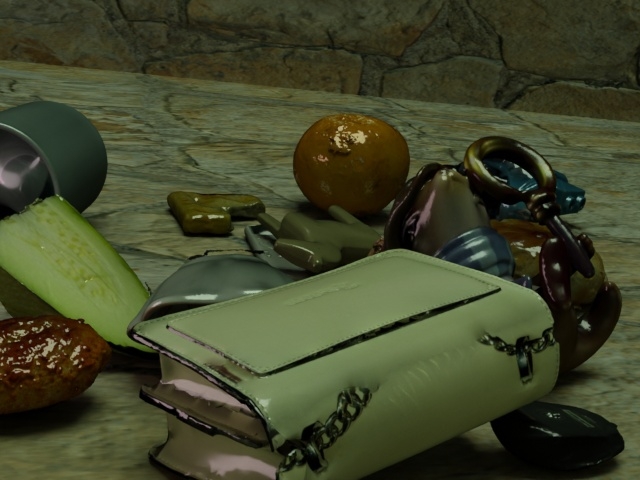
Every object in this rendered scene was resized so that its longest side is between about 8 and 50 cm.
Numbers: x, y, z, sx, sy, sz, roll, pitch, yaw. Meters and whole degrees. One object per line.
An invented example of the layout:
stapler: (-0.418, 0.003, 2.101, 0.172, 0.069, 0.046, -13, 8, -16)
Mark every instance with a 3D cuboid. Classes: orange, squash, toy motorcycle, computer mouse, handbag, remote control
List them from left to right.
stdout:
squash: (-0.275, 0.045, 1.298, 0.155, 0.204, 0.237, -10, 14, 15)
remote control: (-0.070, 0.018, 1.686, 0.067, 0.029, 0.261, 4, 16, -14)
handbag: (0.029, 0.132, 1.040, 0.358, 0.160, 0.236, -15, 15, -36)
orange: (0.056, -0.140, 1.994, 0.219, 0.193, 0.219, 7, 1, 0)
toy motorcycle: (0.377, -0.077, 2.008, 0.232, 0.172, 0.416, 26, 15, 33)
computer mouse: (0.248, 0.210, 1.137, 0.172, 0.057, 0.099, 9, 11, -29)

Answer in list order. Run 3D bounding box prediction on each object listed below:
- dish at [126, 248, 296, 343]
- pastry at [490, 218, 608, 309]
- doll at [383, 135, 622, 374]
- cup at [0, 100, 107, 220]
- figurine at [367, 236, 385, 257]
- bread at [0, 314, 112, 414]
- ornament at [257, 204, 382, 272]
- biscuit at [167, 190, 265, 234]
dish: (-0.108, 0.063, 1.219, 0.229, 0.081, 0.229, -5, -20, -2)
pastry: (0.343, 0.032, 1.692, 0.229, 0.100, 0.218, 11, 17, 7)
doll: (0.216, 0.037, 1.375, 0.318, 0.209, 0.340, -25, 44, -18)
cup: (-0.445, -0.100, 1.620, 0.205, 0.206, 0.312, 8, 15, 3)
figurine: (0.119, 0.036, 1.587, 0.157, 0.126, 0.114, -6, 27, 44)
bread: (-0.348, 0.128, 1.087, 0.268, 0.095, 0.139, 0, 10, -11)
ornament: (0.000, 0.000, 1.666, 0.230, 0.061, 0.245, 8, 18, -35)
biscuit: (-0.171, -0.047, 1.850, 0.174, 0.039, 0.183, 5, 17, -16)
